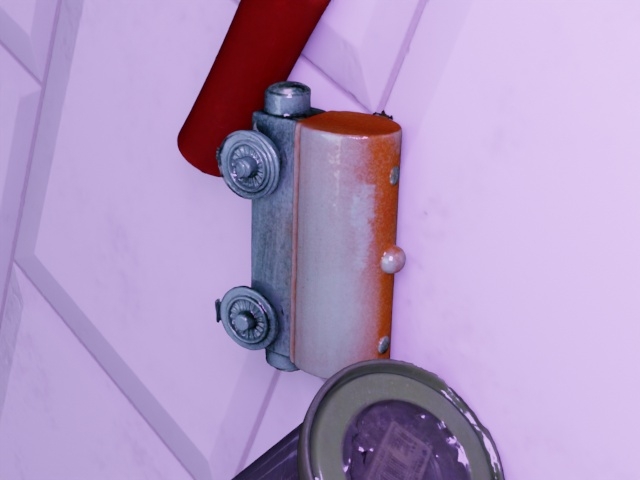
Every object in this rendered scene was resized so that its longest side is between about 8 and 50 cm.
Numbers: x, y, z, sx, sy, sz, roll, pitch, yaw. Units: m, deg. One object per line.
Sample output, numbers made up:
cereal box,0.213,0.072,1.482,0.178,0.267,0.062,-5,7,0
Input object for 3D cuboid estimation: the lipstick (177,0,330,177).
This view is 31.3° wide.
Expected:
lipstick,-0.065,-0.165,1.087,0.080,0.080,0.241,51,135,23

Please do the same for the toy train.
toy train,0.000,0.000,1.058,0.177,0.116,0.285,15,113,31

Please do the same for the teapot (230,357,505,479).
teapot,0.020,0.286,1.084,0.270,0.200,0.337,36,138,-9
